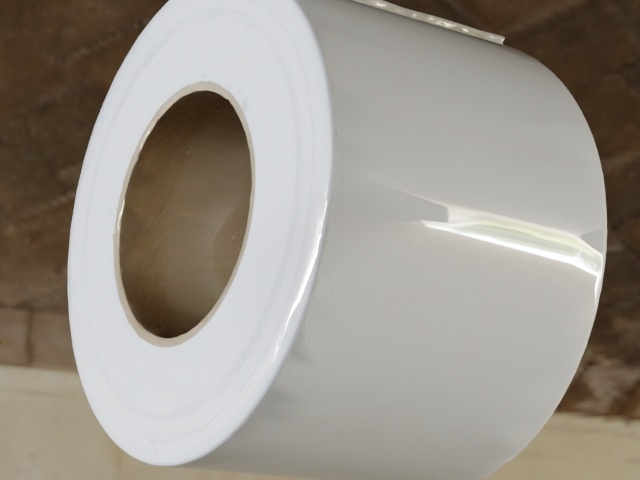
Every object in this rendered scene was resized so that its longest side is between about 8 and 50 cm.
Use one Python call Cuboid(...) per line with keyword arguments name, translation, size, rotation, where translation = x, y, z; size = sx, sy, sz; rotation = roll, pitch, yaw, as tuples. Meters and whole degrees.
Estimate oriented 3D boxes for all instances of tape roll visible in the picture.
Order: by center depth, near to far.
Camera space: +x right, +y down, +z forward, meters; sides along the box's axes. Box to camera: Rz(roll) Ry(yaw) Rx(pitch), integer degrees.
Cuboid(name="tape roll", translation=(0.000, 0.000, 0.838), size=(0.169, 0.246, 0.246), rotation=(10, 150, -34))
